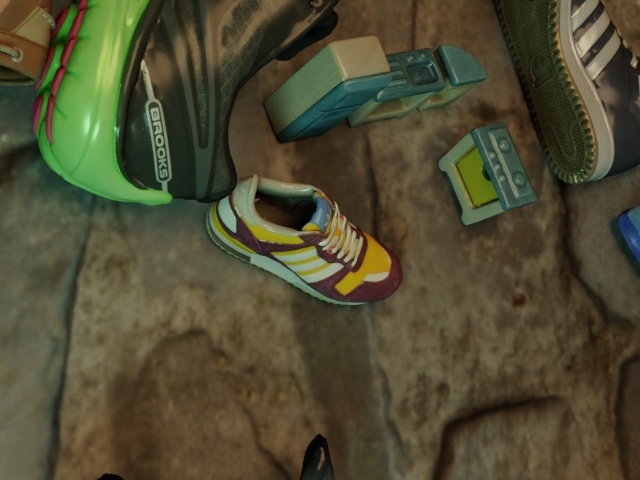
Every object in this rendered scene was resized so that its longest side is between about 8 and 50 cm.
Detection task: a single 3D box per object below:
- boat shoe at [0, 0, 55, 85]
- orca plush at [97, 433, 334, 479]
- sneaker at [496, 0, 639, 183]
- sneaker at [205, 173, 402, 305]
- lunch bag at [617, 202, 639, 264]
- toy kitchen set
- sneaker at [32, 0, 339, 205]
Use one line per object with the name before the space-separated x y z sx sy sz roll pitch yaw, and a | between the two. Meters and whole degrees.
boat shoe | -0.345 -0.159 0.964 0.324 0.123 0.116 -3 84 -22
orca plush | -0.119 0.189 0.972 0.287 0.151 0.102 -19 50 -32
sneaker | 0.279 -0.202 1.366 0.153 0.099 0.282 -10 83 -28
sneaker | 0.000 0.000 1.127 0.185 0.084 0.069 19 62 -23
lunch bag | 0.530 0.066 1.274 0.239 0.328 0.385 -18 79 -37
toy kitchen set | 0.088 -0.090 1.193 0.207 0.122 0.166 -15 79 -34
sneaker | -0.070 -0.250 1.094 0.202 0.185 0.483 24 85 -24
